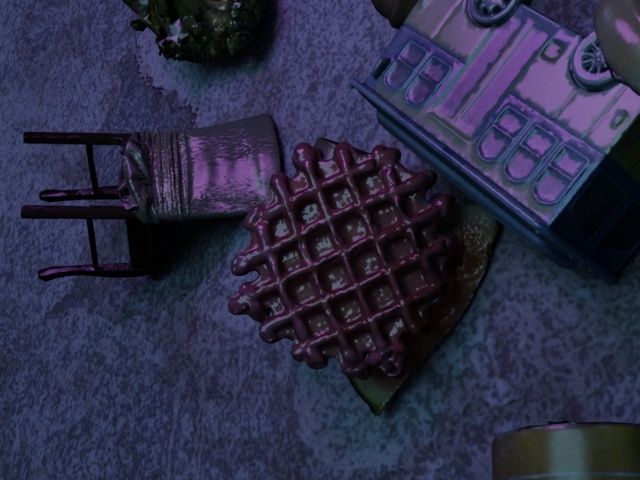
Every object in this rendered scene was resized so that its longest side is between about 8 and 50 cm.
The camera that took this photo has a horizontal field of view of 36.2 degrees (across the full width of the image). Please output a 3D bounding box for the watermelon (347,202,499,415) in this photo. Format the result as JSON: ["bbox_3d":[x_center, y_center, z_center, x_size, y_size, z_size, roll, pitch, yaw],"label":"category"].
[{"bbox_3d":[0.091,0.056,1.004,0.119,0.063,0.245,32,90,25],"label":"watermelon"}]

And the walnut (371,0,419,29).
[{"bbox_3d":[0.129,-0.299,1.070,0.162,0.140,0.140,-47,46,2],"label":"walnut"}]

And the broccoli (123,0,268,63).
[{"bbox_3d":[-0.174,-0.342,1.338,0.198,0.176,0.226,-45,33,24],"label":"broccoli"}]

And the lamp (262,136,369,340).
[{"bbox_3d":[0.000,0.000,1.067,0.121,0.121,0.214,28,104,45],"label":"lamp"}]

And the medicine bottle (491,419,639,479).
[{"bbox_3d":[0.203,0.306,0.717,0.151,0.151,0.322,-14,63,37],"label":"medicine bottle"}]

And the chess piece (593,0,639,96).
[{"bbox_3d":[0.343,-0.238,0.654,0.330,0.182,0.182,-64,37,39],"label":"chess piece"}]

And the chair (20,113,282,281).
[{"bbox_3d":[-0.216,-0.056,1.281,0.186,0.319,0.160,100,164,-57],"label":"chair"}]

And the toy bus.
[{"bbox_3d":[0.192,-0.122,0.921,0.190,0.152,0.312,-53,46,10],"label":"toy bus"}]

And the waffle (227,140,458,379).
[{"bbox_3d":[0.026,0.014,0.969,0.221,0.055,0.234,23,87,11],"label":"waffle"}]
